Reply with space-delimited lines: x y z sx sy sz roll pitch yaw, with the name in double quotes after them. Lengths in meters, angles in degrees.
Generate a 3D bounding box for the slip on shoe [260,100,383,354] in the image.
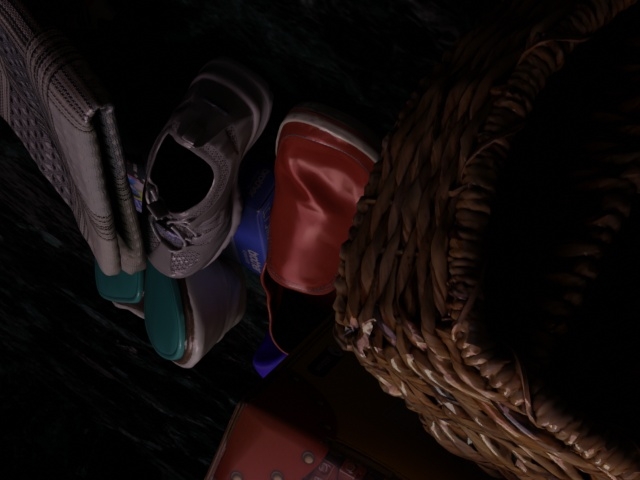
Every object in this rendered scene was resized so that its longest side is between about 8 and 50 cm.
0.000 0.000 1.281 0.123 0.101 0.331 22 144 11 "slip on shoe"

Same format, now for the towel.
-0.272 -0.136 1.284 0.312 0.056 0.324 50 163 22 "towel"

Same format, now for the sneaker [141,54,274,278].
-0.134 -0.050 1.279 0.105 0.115 0.281 32 141 10 "sneaker"

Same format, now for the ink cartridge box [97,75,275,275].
-0.133 -0.057 1.451 0.311 0.065 0.186 25 159 13 "ink cartridge box"

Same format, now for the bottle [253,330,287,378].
0.048 0.207 1.755 0.283 0.092 0.118 39 157 -20 "bottle"

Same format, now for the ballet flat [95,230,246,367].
-0.158 0.050 1.591 0.139 0.139 0.400 40 172 -23 "ballet flat"

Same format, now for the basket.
0.177 -0.018 0.748 0.223 0.299 0.213 8 148 52 "basket"

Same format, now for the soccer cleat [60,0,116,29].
-0.215 -0.206 1.263 0.035 0.029 0.083 42 153 -16 "soccer cleat"

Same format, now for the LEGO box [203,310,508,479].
0.155 0.195 1.035 0.372 0.193 0.500 28 -158 11 "LEGO box"
